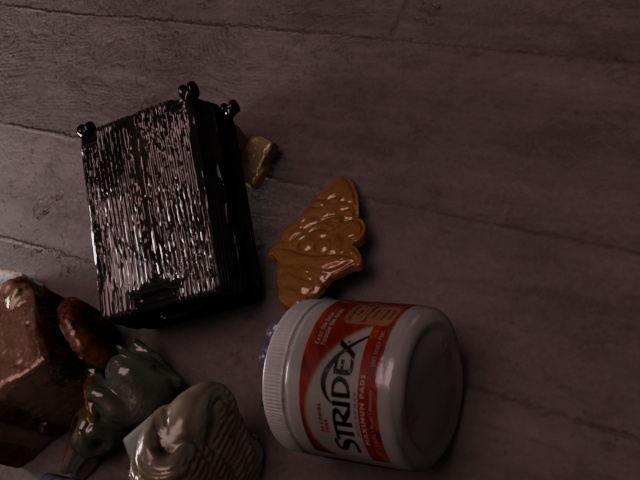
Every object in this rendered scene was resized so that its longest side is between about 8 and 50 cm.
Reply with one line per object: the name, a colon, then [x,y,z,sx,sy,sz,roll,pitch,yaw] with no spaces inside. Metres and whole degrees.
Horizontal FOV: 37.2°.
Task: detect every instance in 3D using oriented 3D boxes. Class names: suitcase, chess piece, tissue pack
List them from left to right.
tissue pack: [-0.545,0.104,1.669,0.074,0.059,0.094,8,70,36]
suitcase: [-0.227,-0.044,1.461,0.230,0.152,0.335,-16,76,24]
chess piece: [-0.159,-0.155,1.571,0.200,0.090,0.090,29,82,31]

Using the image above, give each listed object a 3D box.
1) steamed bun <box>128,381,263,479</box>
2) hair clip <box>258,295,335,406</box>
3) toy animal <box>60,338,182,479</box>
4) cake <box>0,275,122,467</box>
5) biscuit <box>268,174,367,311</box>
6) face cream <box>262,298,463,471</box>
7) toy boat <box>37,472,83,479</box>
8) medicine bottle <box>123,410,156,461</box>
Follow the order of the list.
steamed bun: [-0.179,0.311,1.259,0.144,0.218,0.211,-9,35,28]
hair clip: [-0.027,0.165,1.345,0.124,0.052,0.195,0,73,25]
toy animal: [-0.314,0.265,1.418,0.138,0.108,0.236,29,86,7]
cake: [-0.455,0.193,1.487,0.293,0.199,0.196,-35,50,9]
biscuit: [0.000,0.000,1.387,0.162,0.035,0.250,0,51,27]
face cream: [0.057,0.176,1.183,0.187,0.201,0.201,2,67,31]
toy boat: [-0.402,0.467,1.350,0.078,0.127,0.283,18,78,37]
medicine bottle: [-0.221,0.286,1.383,0.118,0.055,0.074,-42,51,7]
